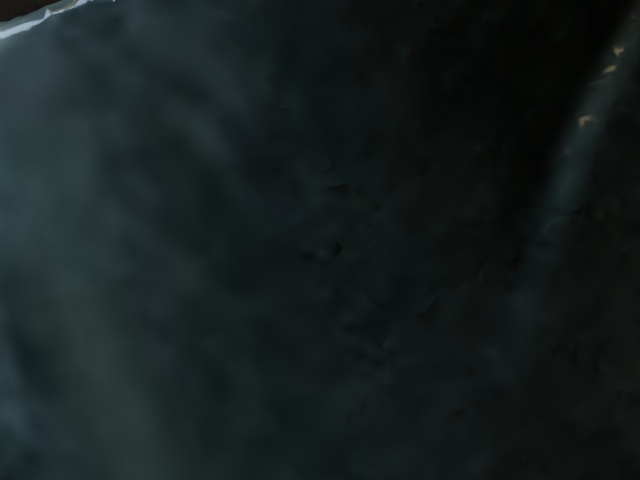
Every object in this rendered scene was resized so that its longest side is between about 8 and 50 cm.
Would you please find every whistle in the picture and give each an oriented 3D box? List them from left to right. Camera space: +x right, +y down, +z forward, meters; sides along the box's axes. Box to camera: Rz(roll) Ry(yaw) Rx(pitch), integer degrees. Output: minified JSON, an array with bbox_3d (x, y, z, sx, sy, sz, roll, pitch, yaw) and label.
[{"bbox_3d":[-0.046,0.024,0.479,0.188,0.168,0.405,-26,11,-40],"label":"whistle"}]
